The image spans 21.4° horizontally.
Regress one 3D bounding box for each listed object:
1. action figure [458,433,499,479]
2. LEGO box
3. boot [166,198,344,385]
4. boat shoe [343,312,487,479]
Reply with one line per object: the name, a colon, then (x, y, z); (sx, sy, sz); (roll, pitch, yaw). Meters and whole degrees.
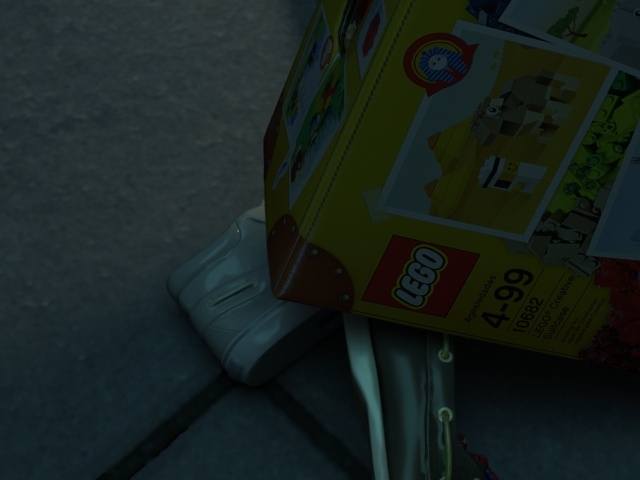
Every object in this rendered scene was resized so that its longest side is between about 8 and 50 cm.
action figure: (0.125, 0.201, 1.306); (0.038, 0.030, 0.115); (-18, 60, -4)
LEGO box: (0.213, -0.161, 1.161); (0.373, 0.500, 0.193); (12, 39, -15)
boot: (0.000, 0.000, 1.381); (0.258, 0.095, 0.123); (-34, 67, -19)
boat shoe: (0.080, 0.171, 1.257); (0.091, 0.109, 0.305); (-9, 72, 0)
